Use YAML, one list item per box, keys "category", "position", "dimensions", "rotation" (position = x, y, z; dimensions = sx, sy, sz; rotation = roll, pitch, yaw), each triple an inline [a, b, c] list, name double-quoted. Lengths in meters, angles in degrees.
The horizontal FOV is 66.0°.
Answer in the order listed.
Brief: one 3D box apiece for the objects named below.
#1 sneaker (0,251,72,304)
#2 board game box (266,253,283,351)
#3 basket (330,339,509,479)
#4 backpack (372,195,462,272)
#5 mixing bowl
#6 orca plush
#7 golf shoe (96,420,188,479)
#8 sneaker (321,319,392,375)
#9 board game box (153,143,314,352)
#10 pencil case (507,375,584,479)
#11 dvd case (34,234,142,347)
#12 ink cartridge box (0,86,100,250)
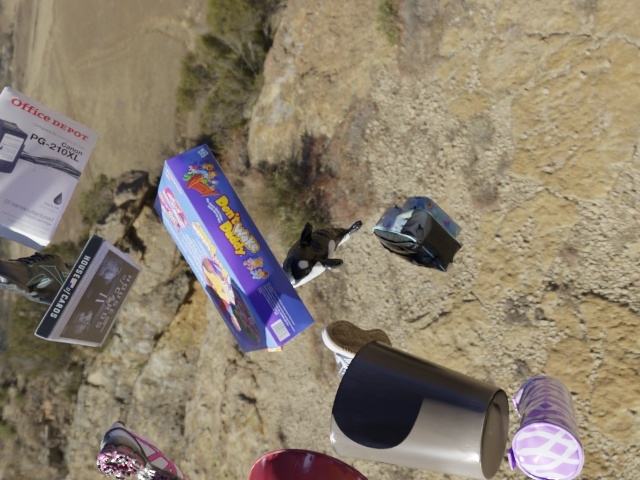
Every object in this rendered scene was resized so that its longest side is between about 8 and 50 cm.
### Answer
- category: "sneaker"
  position: [-0.625, 0.068, 1.053]
  dimensions: [0.267, 0.101, 0.106]
  rotation: [81, -158, -72]
- category: "board game box"
  position: [-0.124, 0.154, 1.226]
  dimensions: [0.045, 0.147, 0.193]
  rotation: [-8, 119, 16]
- category: "basket"
  position: [0.158, 0.269, 0.762]
  dimensions: [0.226, 0.154, 0.204]
  rotation: [4, 48, 39]
- category: "backpack"
  position: [0.224, -0.020, 1.164]
  dimensions: [0.144, 0.166, 0.188]
  rotation: [-60, 25, -14]
- category: "mixing bowl"
  position: [-0.018, 0.349, 0.585]
  dimensions: [0.181, 0.181, 0.098]
  rotation: [-58, 3, 31]
- category: "orca plush"
  position: [0.000, 0.000, 1.202]
  dimensions: [0.151, 0.287, 0.102]
  rotation: [17, 126, 45]
- category: "golf shoe"
  position: [-0.279, 0.367, 0.815]
  dimensions: [0.067, 0.186, 0.086]
  rotation: [-34, 27, 9]
- category: "sneaker"
  position: [0.062, 0.296, 1.330]
  dimensions: [0.153, 0.282, 0.099]
  rotation: [-33, 58, 28]
- category: "board game box"
  position: [-0.171, 0.032, 0.893]
  dimensions: [0.347, 0.078, 0.233]
  rotation: [59, 153, 0]
- category: "pencil case"
  position: [0.310, 0.253, 0.685]
  dimensions: [0.088, 0.206, 0.086]
  rotation: [-10, 87, 23]
- category: "dvd case"
  position: [-0.405, 0.101, 0.894]
  dimensions: [0.239, 0.029, 0.179]
  rotation: [105, -172, -75]
- category: "ink cartridge box"
  position: [-0.536, -0.127, 0.890]
  dimensions: [0.100, 0.172, 0.237]
  rotation: [-17, 53, 50]
